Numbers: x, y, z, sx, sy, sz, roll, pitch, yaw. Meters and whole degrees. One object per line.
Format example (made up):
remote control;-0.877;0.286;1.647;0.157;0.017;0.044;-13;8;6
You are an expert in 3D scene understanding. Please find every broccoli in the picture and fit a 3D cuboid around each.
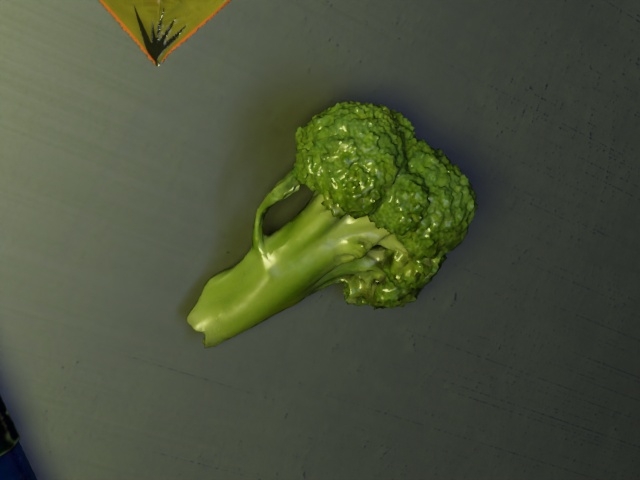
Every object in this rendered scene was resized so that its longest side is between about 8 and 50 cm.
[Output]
broccoli;0.025;-0.020;1.621;0.254;0.186;0.302;13;141;-39

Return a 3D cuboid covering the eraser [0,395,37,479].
eraser;-0.386;0.165;1.421;0.155;0.101;0.332;-30;119;-21

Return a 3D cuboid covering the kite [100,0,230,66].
kite;-0.142;-0.333;1.475;0.377;0.013;0.327;-1;106;-35
